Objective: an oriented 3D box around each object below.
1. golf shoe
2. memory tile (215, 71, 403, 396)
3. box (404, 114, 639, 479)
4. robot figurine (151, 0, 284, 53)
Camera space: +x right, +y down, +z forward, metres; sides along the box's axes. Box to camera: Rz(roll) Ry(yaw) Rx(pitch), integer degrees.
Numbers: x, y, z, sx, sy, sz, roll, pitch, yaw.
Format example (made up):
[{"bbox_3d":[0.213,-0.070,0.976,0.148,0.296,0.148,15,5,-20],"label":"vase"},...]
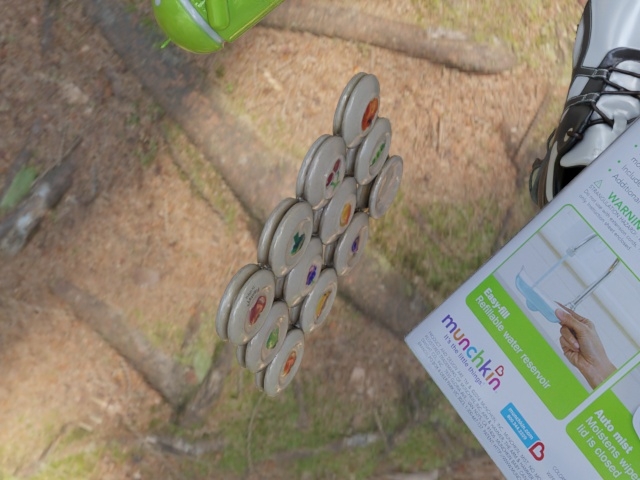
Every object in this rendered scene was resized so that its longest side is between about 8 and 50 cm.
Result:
[{"bbox_3d":[0.190,-0.084,0.674,0.077,0.094,0.198,13,119,2],"label":"golf shoe"},{"bbox_3d":[0.000,0.000,0.521,0.012,0.148,0.113,22,159,20],"label":"memory tile"},{"bbox_3d":[0.212,0.073,0.501,0.231,0.127,0.262,-46,59,15],"label":"box"},{"bbox_3d":[-0.066,-0.174,0.734,0.115,0.101,0.067,-36,118,11],"label":"robot figurine"}]
